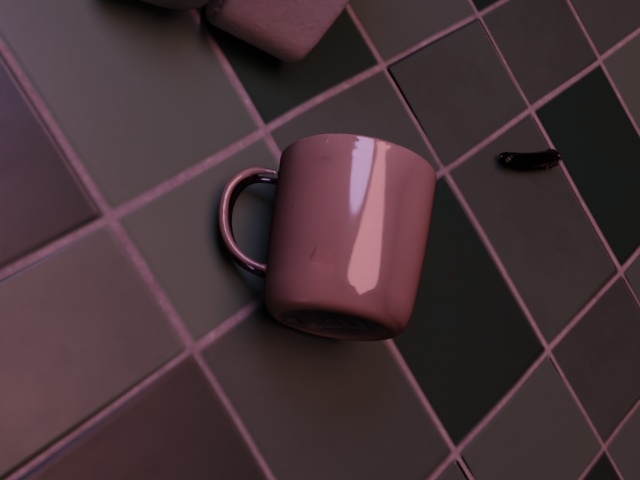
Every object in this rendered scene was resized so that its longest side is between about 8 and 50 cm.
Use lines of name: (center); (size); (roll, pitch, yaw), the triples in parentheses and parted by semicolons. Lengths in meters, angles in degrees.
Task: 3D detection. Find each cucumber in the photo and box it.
cucumber: (0.337, -0.128, 1.324); (0.135, 0.033, 0.034); (-8, 114, -34)

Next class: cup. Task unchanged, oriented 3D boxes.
cup: (0.000, 0.000, 0.980); (0.253, 0.191, 0.200); (10, 71, 0)

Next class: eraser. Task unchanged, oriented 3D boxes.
eraser: (0.002, -0.421, 1.013); (0.150, 0.331, 0.331); (21, 66, -28)

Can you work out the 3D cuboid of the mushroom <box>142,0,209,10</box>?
mushroom: (-0.146, -0.464, 1.012); (0.126, 0.177, 0.397); (32, 54, -43)
